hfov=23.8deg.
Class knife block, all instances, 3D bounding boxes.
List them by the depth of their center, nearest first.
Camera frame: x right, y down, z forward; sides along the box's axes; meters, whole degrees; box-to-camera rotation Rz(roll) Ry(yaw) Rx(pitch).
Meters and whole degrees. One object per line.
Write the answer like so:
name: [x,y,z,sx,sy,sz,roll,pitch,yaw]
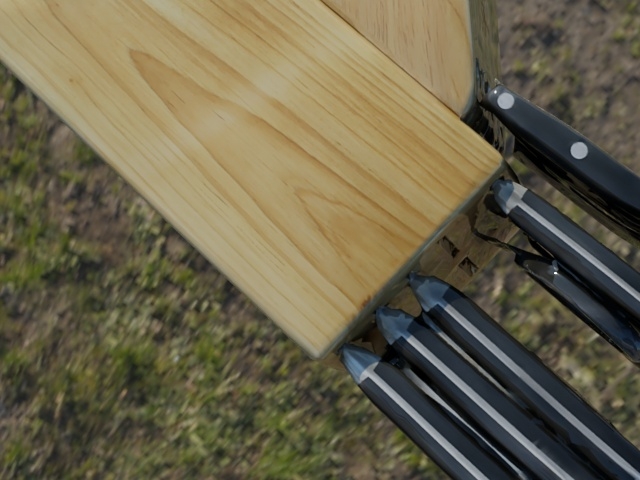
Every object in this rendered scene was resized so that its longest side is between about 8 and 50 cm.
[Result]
knife block: [0.000,0.000,0.560,0.276,0.088,0.242,-4,78,14]
